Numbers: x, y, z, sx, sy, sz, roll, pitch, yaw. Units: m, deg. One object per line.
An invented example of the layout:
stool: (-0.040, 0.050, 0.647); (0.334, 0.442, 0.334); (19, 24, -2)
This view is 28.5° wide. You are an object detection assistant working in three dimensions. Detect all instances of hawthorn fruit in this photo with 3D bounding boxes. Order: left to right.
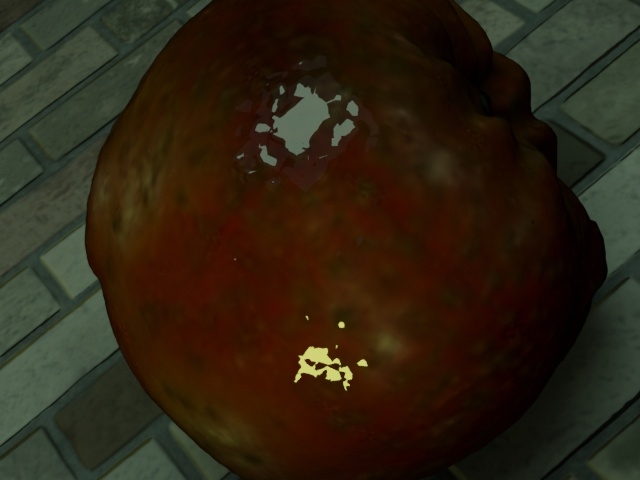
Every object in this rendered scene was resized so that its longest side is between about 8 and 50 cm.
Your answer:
hawthorn fruit: (0.000, 0.000, 0.966); (0.402, 0.403, 0.403); (-14, 48, 15)
